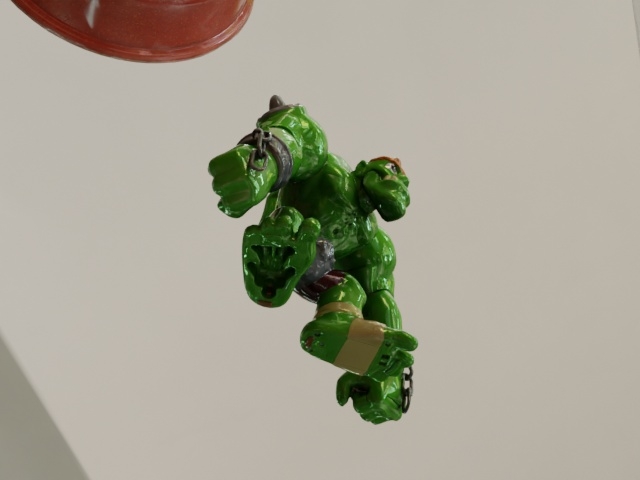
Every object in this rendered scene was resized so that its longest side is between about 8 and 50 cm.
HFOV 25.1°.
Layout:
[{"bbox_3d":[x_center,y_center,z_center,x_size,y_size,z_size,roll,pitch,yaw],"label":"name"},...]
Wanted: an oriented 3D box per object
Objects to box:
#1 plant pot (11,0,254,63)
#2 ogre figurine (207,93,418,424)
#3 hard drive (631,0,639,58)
[{"bbox_3d":[-0.142,-0.346,1.268,0.272,0.265,0.272,13,-128,-17],"label":"plant pot"},{"bbox_3d":[0.000,0.000,0.802,0.097,0.197,0.118,-36,-150,31],"label":"ogre figurine"},{"bbox_3d":[0.172,0.027,0.569,0.047,0.353,0.233,-10,-160,8],"label":"hard drive"}]
